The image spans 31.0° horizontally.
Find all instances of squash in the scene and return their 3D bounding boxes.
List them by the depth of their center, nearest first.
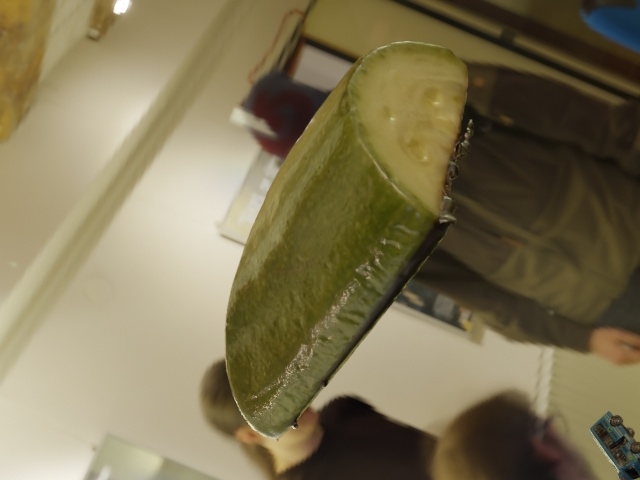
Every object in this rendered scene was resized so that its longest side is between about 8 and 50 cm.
[{"bbox_3d":[0.000,0.000,0.776,0.252,0.093,0.169,-56,12,42],"label":"squash"}]

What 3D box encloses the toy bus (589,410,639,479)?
[{"bbox_3d":[0.353,0.242,1.350,0.046,0.038,0.083,-40,37,9],"label":"toy bus"}]
